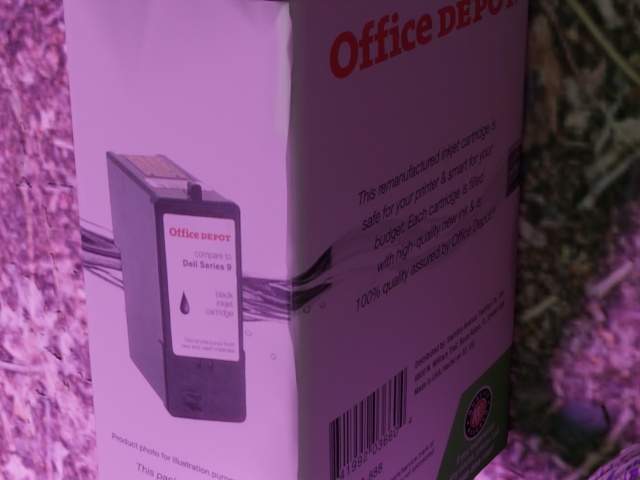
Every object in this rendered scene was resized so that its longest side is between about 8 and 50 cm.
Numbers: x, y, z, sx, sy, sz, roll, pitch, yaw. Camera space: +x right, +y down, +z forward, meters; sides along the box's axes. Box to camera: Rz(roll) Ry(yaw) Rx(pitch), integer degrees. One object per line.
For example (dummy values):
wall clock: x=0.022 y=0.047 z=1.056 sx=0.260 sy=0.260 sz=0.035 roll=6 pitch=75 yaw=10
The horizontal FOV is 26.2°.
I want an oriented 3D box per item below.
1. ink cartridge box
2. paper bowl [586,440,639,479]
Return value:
ink cartridge box: x=0.000 y=0.000 z=0.645 sx=0.121 sy=0.211 sz=0.289 roll=13 pitch=115 yaw=30
paper bowl: x=0.233 y=0.176 z=0.571 sx=0.284 sy=0.148 sz=0.284 roll=16 pitch=136 yaw=16
